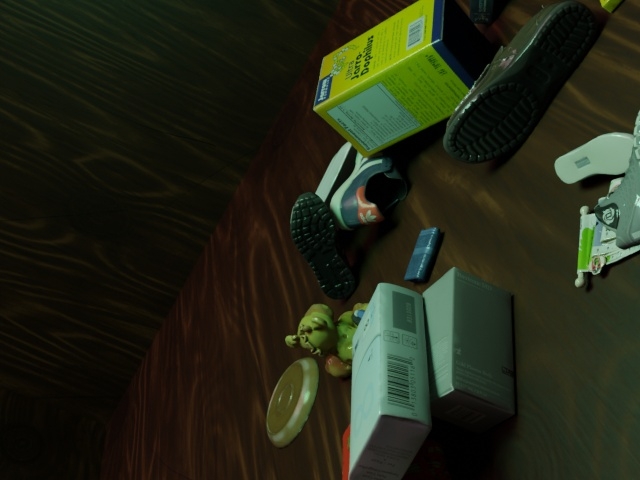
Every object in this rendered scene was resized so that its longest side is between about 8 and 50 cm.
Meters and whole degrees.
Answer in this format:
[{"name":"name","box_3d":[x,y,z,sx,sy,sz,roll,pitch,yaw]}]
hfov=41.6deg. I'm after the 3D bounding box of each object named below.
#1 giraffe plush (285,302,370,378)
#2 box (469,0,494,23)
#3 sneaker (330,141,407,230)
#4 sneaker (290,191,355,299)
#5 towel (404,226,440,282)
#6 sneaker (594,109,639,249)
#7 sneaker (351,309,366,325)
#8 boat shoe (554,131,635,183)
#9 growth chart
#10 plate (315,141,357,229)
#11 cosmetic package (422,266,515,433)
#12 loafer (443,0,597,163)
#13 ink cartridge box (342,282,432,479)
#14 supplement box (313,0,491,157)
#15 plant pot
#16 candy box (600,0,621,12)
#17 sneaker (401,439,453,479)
[{"name":"giraffe plush","box_3d":[0.021,0.209,1.833,0.181,0.170,0.210,-58,20,19]},{"name":"box","box_3d":[0.390,-0.653,1.970,0.183,0.059,0.232,77,-157,-57]},{"name":"sneaker","box_3d":[0.158,-0.166,2.055,0.148,0.131,0.350,-4,49,39]},{"name":"sneaker","box_3d":[0.000,0.000,2.043,0.107,0.283,0.124,-16,26,7]},{"name":"towel","box_3d":[0.216,0.032,1.755,0.067,0.029,0.119,-13,54,67]},{"name":"sneaker","box_3d":[0.434,-0.089,1.175,0.132,0.086,0.228,-40,30,55]},{"name":"sneaker","box_3d":[0.144,0.172,1.692,0.211,0.080,0.081,18,71,52]},{"name":"boat shoe","box_3d":[0.443,-0.131,1.306,0.063,0.066,0.184,-29,-3,-22]},{"name":"growth chart","box_3d":[0.458,-0.047,1.219,0.237,0.021,0.172,-42,28,47]},{"name":"plate","box_3d":[0.037,-0.120,2.194,0.277,0.045,0.278,-63,-13,1]},{"name":"cosmetic package","box_3d":[0.237,0.176,1.367,0.107,0.127,0.238,-47,28,47]},{"name":"loafer","box_3d":[0.377,-0.302,1.620,0.366,0.134,0.130,-47,19,18]},{"name":"ink cartridge box","box_3d":[0.069,0.310,1.417,0.308,0.091,0.385,-86,17,-55]},{"name":"supplement box","box_3d":[0.187,-0.377,1.931,0.356,0.194,0.195,-23,42,34]},{"name":"plant pot","box_3d":[-0.077,0.395,2.081,0.236,0.032,0.236,-54,22,33]},{"name":"candy box","box_3d":[0.570,-0.511,1.492,0.206,0.027,0.105,-50,20,37]},{"name":"sneaker","box_3d":[0.169,0.376,1.337,0.118,0.107,0.279,-65,18,-15]}]
